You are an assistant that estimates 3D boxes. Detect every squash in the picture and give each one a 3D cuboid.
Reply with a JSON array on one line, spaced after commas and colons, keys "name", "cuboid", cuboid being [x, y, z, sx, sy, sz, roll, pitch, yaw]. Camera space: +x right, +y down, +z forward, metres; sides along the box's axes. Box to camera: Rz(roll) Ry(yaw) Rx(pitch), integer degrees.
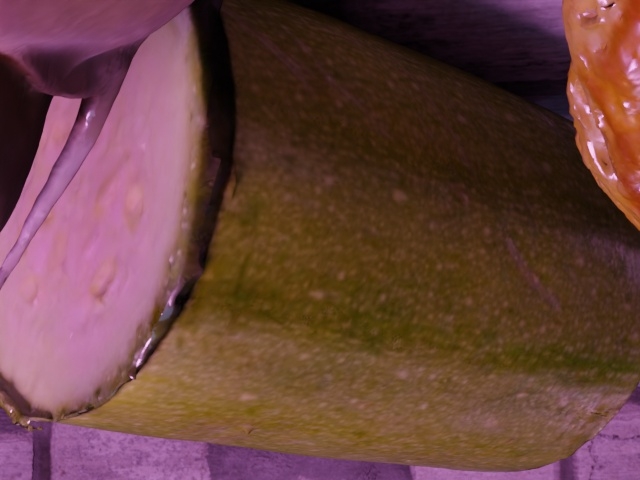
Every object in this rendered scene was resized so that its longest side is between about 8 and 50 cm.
[{"name": "squash", "cuboid": [0.000, 0.000, 0.761, 0.384, 0.263, 0.263, 14, 159, -43]}]

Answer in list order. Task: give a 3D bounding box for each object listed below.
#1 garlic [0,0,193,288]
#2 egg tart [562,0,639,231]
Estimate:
[{"name": "garlic", "cuboid": [-0.109, -0.094, 0.438, 0.231, 0.246, 0.340, -9, 147, -9]}, {"name": "egg tart", "cuboid": [0.265, -0.070, 0.555, 0.351, 0.153, 0.339, 34, 156, 7]}]
